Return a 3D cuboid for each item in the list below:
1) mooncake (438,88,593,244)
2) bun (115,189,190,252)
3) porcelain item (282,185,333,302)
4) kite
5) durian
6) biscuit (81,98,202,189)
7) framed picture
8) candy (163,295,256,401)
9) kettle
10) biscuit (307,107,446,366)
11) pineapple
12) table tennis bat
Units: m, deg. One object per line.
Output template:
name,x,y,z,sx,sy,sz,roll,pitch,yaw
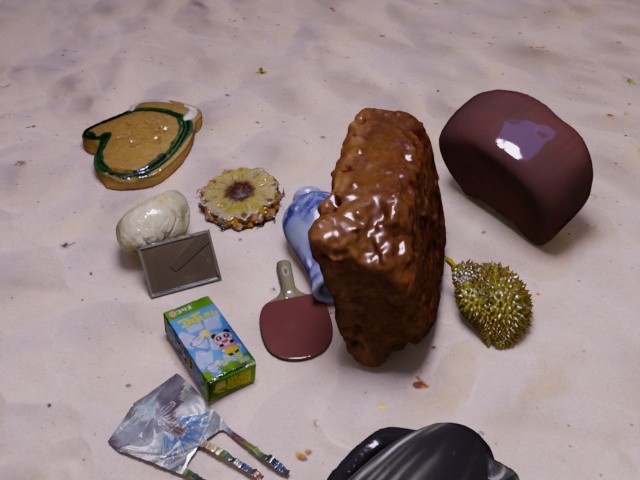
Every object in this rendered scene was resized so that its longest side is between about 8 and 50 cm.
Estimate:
mooncake,0.416,-0.154,1.452,0.174,0.334,0.326,-44,24,-11
bun,-0.348,-0.033,1.467,0.164,0.111,0.188,-26,11,3
porcelain item,0.000,0.000,1.420,0.141,0.141,0.259,-10,52,-7
kite,-0.208,0.346,1.157,0.309,0.015,0.169,27,50,32
durian,0.317,0.090,1.303,0.208,0.102,0.146,43,61,13
biscuit,-0.463,-0.258,1.760,0.287,0.057,0.344,9,45,12
framed picture,-0.284,0.047,1.408,0.148,0.109,0.011,-15,16,-12
candy,-0.205,0.193,1.274,0.097,0.062,0.194,-21,47,-26
kettle,0.144,0.379,1.009,0.207,0.251,0.271,49,52,6
biscuit,0.127,-0.014,1.272,0.166,0.343,0.395,0,44,19
pineapple,-0.183,-0.105,1.596,0.221,0.047,0.221,-3,44,2
table tennis bat,-0.055,0.134,1.366,0.138,0.022,0.247,-8,47,-6
